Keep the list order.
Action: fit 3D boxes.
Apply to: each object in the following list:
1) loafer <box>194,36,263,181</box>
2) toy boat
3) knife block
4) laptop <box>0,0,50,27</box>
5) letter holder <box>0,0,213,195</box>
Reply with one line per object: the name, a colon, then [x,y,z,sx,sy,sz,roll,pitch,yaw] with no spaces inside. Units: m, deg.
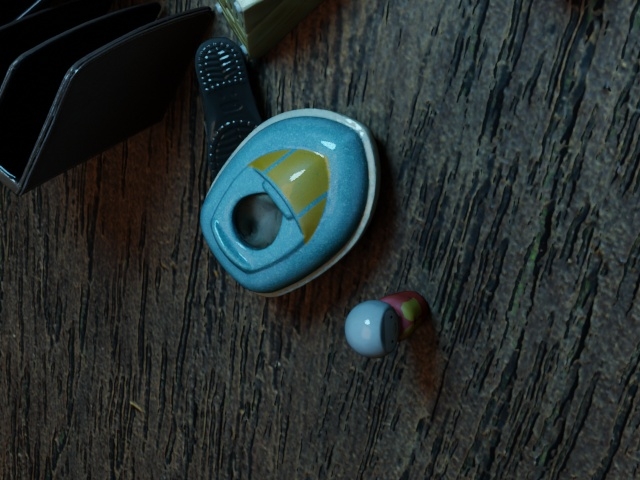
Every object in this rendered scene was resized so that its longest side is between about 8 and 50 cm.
loafer: [-0.109,-0.159,1.610,0.080,0.078,0.220,-7,114,-2]
toy boat: [0.000,0.000,1.506,0.318,0.148,0.267,49,118,11]
knife block: [-0.007,-0.337,1.470,0.088,0.242,0.276,60,175,7]
laptop: [-0.445,-0.369,1.549,0.236,0.408,0.382,34,138,-31]
letter holder: [-0.296,-0.224,1.560,0.152,0.302,0.214,40,125,7]
